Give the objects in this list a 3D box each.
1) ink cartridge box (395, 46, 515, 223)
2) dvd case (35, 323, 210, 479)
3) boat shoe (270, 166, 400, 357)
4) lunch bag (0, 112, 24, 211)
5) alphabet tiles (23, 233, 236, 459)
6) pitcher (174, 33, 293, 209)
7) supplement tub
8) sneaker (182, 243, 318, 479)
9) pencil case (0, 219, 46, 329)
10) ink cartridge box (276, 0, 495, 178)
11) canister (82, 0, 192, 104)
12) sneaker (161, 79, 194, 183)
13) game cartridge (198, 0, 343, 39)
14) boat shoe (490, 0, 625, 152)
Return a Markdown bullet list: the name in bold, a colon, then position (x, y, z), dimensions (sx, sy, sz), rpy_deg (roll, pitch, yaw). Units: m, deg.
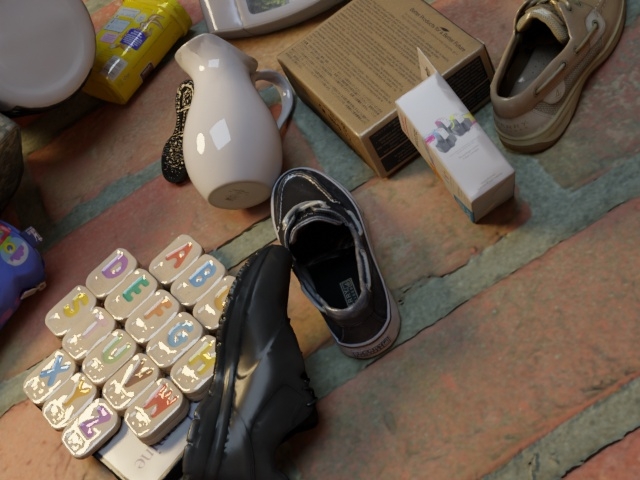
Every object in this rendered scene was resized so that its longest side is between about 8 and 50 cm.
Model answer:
- **ink cartridge box**: position (0.141, -0.117, 1.303), dimensions (0.061, 0.104, 0.181), rpy_deg (-35, 75, -1)
- **dvd case**: position (-0.211, 0.178, 1.362), dimensions (0.253, 0.022, 0.180), rpy_deg (28, 70, 41)
- **boat shoe**: position (0.000, 0.000, 1.337), dimensions (0.108, 0.102, 0.301), rpy_deg (-27, 45, 6)
- **lunch bag**: position (-0.555, -0.126, 1.561), dimensions (0.256, 0.305, 0.213), rpy_deg (36, 73, -2)
- **alphabet tiles**: position (-0.223, 0.118, 1.389), dimensions (0.278, 0.021, 0.284), rpy_deg (-43, 45, -9)
- **pitcher**: position (-0.097, -0.146, 1.507), dimensions (0.125, 0.177, 0.207), rpy_deg (-35, 56, 44)
- **supplement tub**: position (-0.484, -0.281, 1.726), dimensions (0.207, 0.207, 0.338), rpy_deg (-54, 27, -19)
- **sneaker**: position (-0.058, 0.145, 1.241), dimensions (0.130, 0.109, 0.286), rpy_deg (12, 73, 2)
- **pencil case**: position (-0.476, 0.108, 1.503), dimensions (0.133, 0.119, 0.306), rpy_deg (34, 67, -2)
- **ink cartridge box**: position (0.083, -0.213, 1.482), dimensions (0.193, 0.088, 0.235), rpy_deg (-36, 44, -4)
- **canister**: position (-0.292, -0.294, 1.772), dimensions (0.126, 0.073, 0.170), rpy_deg (20, 66, 40)
- **sneaker**: position (-0.164, -0.160, 1.596), dimensions (0.051, 0.089, 0.170), rpy_deg (15, 98, 27)
- **game cartridge**: position (-0.051, -0.413, 1.684), dimensions (0.294, 0.060, 0.196), rpy_deg (-21, 83, 18)
- **boat shoe**: position (0.282, -0.247, 1.391), dimensions (0.109, 0.098, 0.302), rpy_deg (11, 59, 35)
